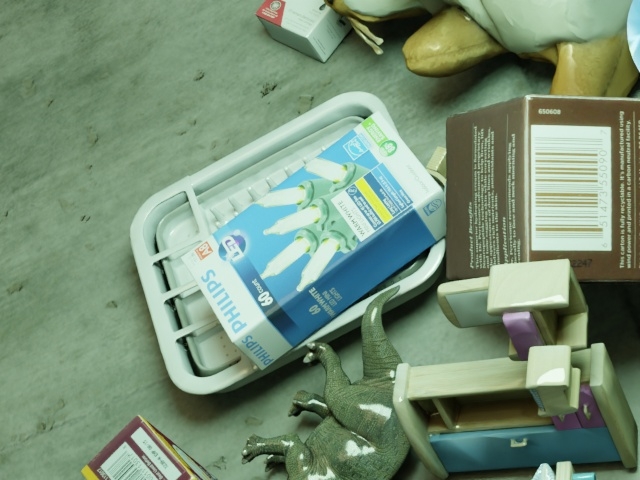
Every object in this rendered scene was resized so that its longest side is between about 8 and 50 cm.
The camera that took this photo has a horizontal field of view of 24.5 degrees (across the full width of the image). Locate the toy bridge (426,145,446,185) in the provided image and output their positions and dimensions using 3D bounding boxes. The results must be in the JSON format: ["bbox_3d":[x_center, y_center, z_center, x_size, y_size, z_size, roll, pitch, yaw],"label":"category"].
[{"bbox_3d":[0.191,-0.046,1.576,0.188,0.026,0.063,23,76,35],"label":"toy bridge"}]

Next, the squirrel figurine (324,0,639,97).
[{"bbox_3d":[0.198,-0.339,1.643,0.370,0.281,0.397,15,54,44],"label":"squirrel figurine"}]

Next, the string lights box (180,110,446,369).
[{"bbox_3d":[0.000,0.000,1.524,0.259,0.077,0.133,-37,53,1],"label":"string lights box"}]

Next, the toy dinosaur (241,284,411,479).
[{"bbox_3d":[0.028,0.200,1.473,0.160,0.121,0.313,25,70,23],"label":"toy dinosaur"}]

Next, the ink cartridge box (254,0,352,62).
[{"bbox_3d":[0.002,-0.299,1.805,0.099,0.056,0.135,30,78,37],"label":"ink cartridge box"}]

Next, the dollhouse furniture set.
[{"bbox_3d":[0.148,0.229,1.265,0.198,0.286,0.303,-9,46,22],"label":"dollhouse furniture set"}]

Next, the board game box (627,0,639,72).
[{"bbox_3d":[0.396,-0.204,1.539,0.168,0.033,0.133,15,74,-4],"label":"board game box"}]

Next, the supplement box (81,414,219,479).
[{"bbox_3d":[-0.137,0.264,1.448,0.081,0.188,0.104,-45,52,-5],"label":"supplement box"}]

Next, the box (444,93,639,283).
[{"bbox_3d":[0.229,-0.043,1.381,0.167,0.203,0.168,0,90,-16],"label":"box"}]

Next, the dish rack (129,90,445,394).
[{"bbox_3d":[-0.033,0.010,1.626,0.333,0.072,0.285,-28,52,9],"label":"dish rack"}]
